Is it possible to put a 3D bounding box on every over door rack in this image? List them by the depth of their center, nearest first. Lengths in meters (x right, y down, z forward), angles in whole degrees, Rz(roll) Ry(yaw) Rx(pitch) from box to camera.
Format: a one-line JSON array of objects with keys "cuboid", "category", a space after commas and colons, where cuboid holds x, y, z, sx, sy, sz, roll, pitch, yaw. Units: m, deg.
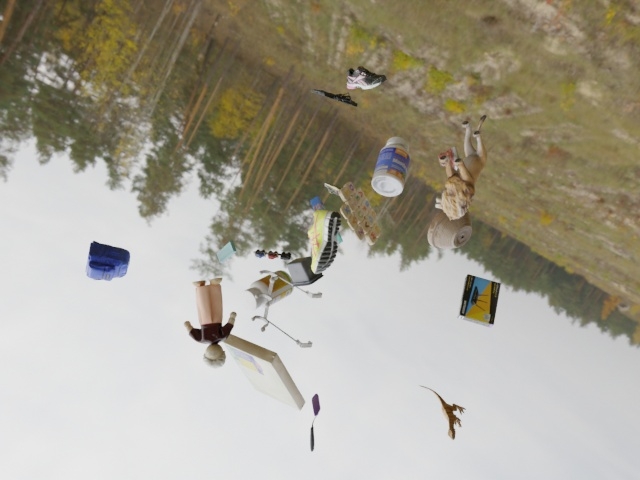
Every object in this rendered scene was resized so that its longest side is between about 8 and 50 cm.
[{"cuboid": [-0.161, 0.280, 1.998, 0.324, 0.240, 0.108, 20, -167, 36], "category": "over door rack"}]

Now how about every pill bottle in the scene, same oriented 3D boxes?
[{"cuboid": [0.342, -0.357, 2.259, 0.152, 0.272, 0.152, 14, 150, 8], "category": "pill bottle"}, {"cuboid": [-0.254, 0.242, 2.273, 0.136, 0.137, 0.245, 35, -145, 25], "category": "pill bottle"}]

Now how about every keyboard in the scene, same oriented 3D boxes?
[{"cuboid": [0.063, -0.497, 1.638, 0.100, 0.038, 0.192, 29, -160, 35], "category": "keyboard"}]

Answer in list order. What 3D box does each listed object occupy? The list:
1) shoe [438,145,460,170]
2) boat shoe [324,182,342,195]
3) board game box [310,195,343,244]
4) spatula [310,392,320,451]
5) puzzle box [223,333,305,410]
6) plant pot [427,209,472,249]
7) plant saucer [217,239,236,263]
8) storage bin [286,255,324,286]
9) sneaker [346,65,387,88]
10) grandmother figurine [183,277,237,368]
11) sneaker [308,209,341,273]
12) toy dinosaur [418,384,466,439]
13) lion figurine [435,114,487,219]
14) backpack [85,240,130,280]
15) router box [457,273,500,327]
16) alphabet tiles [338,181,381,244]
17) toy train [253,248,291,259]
[{"cuboid": [0.560, -0.337, 2.064, 0.063, 0.081, 0.178, 52, -151, -31], "category": "shoe"}, {"cuboid": [0.065, -0.292, 2.717, 0.056, 0.049, 0.152, 8, -167, -31], "category": "boat shoe"}, {"cuboid": [0.026, -0.091, 2.155, 0.160, 0.047, 0.210, 54, -171, -30], "category": "board game box"}, {"cuboid": [-0.030, 0.879, 2.293, 0.030, 0.297, 0.084, 10, -167, 20], "category": "spatula"}, {"cuboid": [-0.237, 0.572, 2.061, 0.271, 0.052, 0.409, 14, 142, 32], "category": "puzzle box"}, {"cuboid": [0.619, -0.045, 2.206, 0.237, 0.237, 0.110, 20, -162, -46], "category": "plant pot"}, {"cuboid": [-0.491, 0.061, 2.482, 0.018, 0.192, 0.067, -14, -103, -38], "category": "plant saucer"}, {"cuboid": [-0.060, 0.111, 1.805, 0.135, 0.098, 0.091, -10, 107, 54], "category": "storage bin"}, {"cuboid": [0.162, -0.612, 1.786, 0.178, 0.077, 0.072, 11, -141, 39], "category": "sneaker"}, {"cuboid": [-0.430, 0.326, 1.857, 0.207, 0.343, 0.104, -11, 173, 11], "category": "grandmother figurine"}, {"cuboid": [0.000, 0.000, 1.482, 0.094, 0.209, 0.081, 22, -165, 35], "category": "sneaker"}, {"cuboid": [0.425, 0.563, 1.600, 0.112, 0.064, 0.212, 27, -158, -26], "category": "toy dinosaur"}, {"cuboid": [0.577, -0.281, 1.864, 0.142, 0.392, 0.240, 17, 149, 48], "category": "lion figurine"}, {"cuboid": [-0.649, 0.073, 1.462, 0.120, 0.098, 0.101, 11, -129, -26], "category": "backpack"}, {"cuboid": [0.616, 0.233, 1.857, 0.133, 0.179, 0.046, 15, 154, 9], "category": "router box"}, {"cuboid": [0.179, -0.123, 2.135, 0.284, 0.021, 0.278, 57, -148, -10], "category": "alphabet tiles"}, {"cuboid": [-0.196, 0.061, 1.943, 0.158, 0.027, 0.036, 5, -135, 5], "category": "toy train"}]
